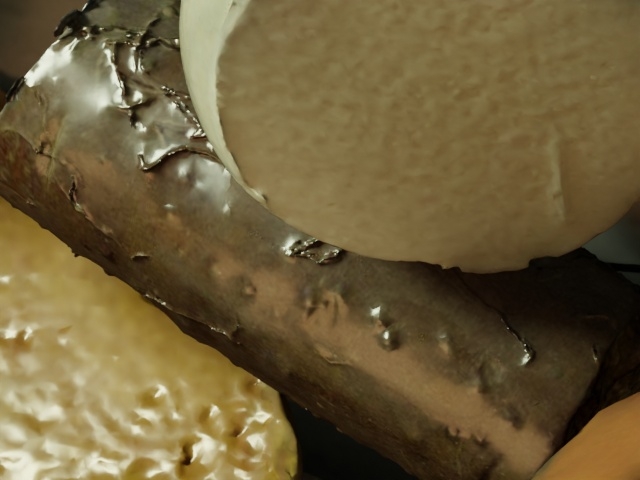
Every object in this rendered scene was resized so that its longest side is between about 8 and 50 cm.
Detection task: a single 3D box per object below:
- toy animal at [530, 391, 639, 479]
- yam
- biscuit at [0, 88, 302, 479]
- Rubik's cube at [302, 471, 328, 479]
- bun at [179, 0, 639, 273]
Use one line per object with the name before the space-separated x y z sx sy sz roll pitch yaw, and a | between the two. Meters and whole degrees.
toy animal | 0.234 0.145 0.557 0.338 0.216 0.191 50 152 -16
yam | -0.001 0.002 0.721 0.280 0.131 0.131 34 140 14
biscuit | -0.147 0.073 0.793 0.051 0.269 0.376 73 170 -53
Rubik's cube | -0.066 0.295 0.855 0.292 0.291 0.290 17 135 8
bun | 0.039 -0.082 0.610 0.173 0.120 0.172 0 133 0
